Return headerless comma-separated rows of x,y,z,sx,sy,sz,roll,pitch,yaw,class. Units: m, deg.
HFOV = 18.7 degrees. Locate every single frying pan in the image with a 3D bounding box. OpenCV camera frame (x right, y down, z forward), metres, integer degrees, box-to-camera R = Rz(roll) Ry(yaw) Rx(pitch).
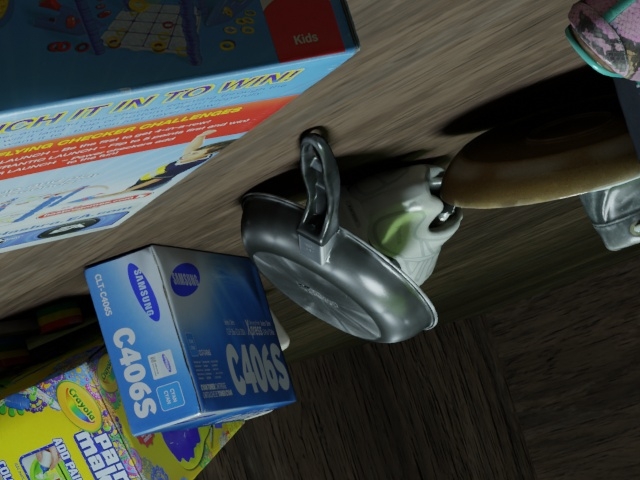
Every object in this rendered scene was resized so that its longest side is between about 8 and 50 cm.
0.024,0.017,1.586,0.053,0.197,0.326,-56,-174,-14,frying pan

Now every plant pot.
0.209,-0.081,1.589,0.236,0.032,0.236,-15,-166,4,plant pot

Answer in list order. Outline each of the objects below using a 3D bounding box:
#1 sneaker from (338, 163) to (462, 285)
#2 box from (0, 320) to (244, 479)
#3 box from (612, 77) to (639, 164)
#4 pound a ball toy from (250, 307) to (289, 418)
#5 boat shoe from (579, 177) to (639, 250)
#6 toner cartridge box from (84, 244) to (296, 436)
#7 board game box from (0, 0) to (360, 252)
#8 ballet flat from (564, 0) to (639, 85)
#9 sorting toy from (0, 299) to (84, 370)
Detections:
0.084,-0.015,1.808,0.118,0.110,0.292,-28,172,11,sneaker
-0.274,0.209,2.049,0.279,0.177,0.290,-24,-174,20,box
0.518,-0.007,1.344,0.297,0.471,0.480,-10,170,-41,box
-0.216,0.192,2.418,0.319,0.136,0.208,-14,137,-27,pound a ball toy
0.383,-0.088,1.710,0.335,0.119,0.121,-20,-165,5,boat shoe
-0.121,0.099,1.921,0.075,0.165,0.348,-20,173,12,toner cartridge box
-0.188,-0.051,0.865,0.308,0.086,0.302,-13,172,-29,board game box
0.221,-0.139,1.285,0.079,0.077,0.221,-39,167,15,ballet flat
-0.379,0.127,2.001,0.274,0.046,0.132,-20,172,29,sorting toy
